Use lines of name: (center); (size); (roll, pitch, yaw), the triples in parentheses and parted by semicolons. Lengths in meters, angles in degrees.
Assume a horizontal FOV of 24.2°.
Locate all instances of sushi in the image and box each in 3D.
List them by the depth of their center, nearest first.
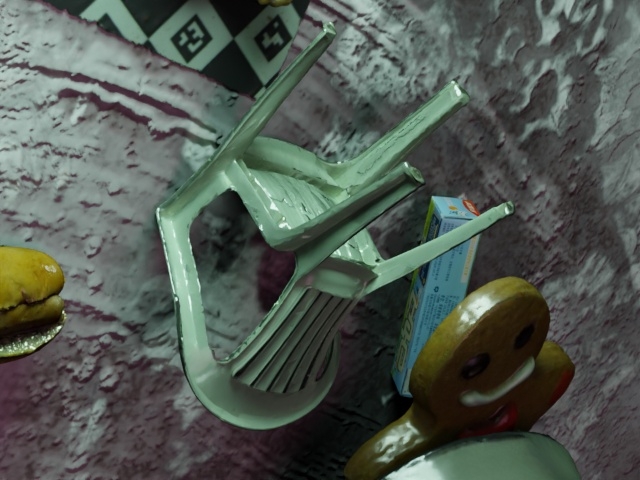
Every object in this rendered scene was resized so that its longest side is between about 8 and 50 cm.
sushi: (-0.062, -0.258, 1.073); (0.294, 0.059, 0.292); (16, 104, -48)

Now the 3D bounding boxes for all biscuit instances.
biscuit: (0.146, 0.205, 1.481); (0.283, 0.064, 0.432); (-25, 144, -29)

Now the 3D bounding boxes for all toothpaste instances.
toothpaste: (0.108, 0.052, 1.437); (0.044, 0.070, 0.193); (6, 114, -13)

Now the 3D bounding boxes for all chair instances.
chair: (0.000, 0.000, 1.205); (0.203, 0.190, 0.274); (15, 133, -46)

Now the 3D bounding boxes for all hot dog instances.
hot dog: (-0.246, 0.050, 1.091); (0.140, 0.060, 0.090); (3, 108, -40)

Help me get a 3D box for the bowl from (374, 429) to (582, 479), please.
bowl: (0.143, 0.369, 1.450); (0.354, 0.185, 0.354); (-20, 141, -18)
